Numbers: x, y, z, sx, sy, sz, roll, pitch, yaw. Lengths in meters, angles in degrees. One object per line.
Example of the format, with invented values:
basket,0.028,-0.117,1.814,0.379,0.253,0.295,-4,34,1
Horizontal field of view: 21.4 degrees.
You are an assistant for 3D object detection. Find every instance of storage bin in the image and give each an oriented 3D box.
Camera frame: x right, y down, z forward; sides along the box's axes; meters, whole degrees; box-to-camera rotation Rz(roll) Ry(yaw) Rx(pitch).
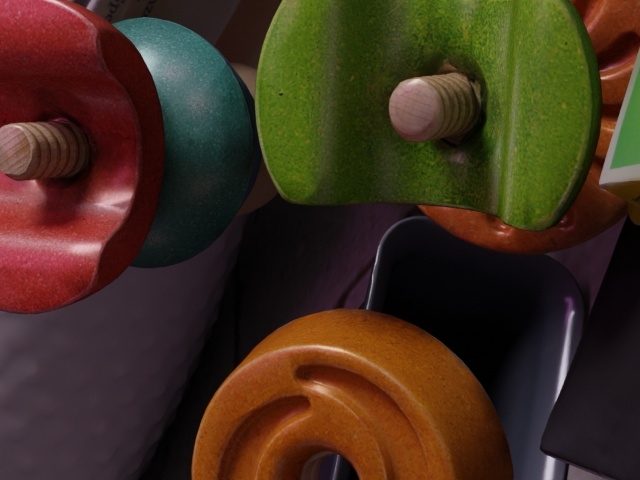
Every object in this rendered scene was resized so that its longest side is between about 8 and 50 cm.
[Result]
storage bin,0.031,0.072,0.639,0.091,0.098,0.135,130,155,-60

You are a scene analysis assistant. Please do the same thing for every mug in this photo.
mug,-0.219,0.025,1.002,0.328,0.276,0.374,-70,25,16

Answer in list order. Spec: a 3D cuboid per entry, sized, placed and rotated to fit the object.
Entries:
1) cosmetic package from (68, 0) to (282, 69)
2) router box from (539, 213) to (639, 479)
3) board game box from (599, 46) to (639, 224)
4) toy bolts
cosmetic package,-0.062,-0.121,0.760,0.296,0.129,0.153,-17,-37,-57
router box,0.192,-0.026,0.364,0.243,0.081,0.309,-69,22,-3
board game box,0.147,-0.072,0.361,0.259,0.039,0.124,-13,55,67
toy bolts,0.000,0.000,0.570,0.228,0.158,0.218,11,101,26
